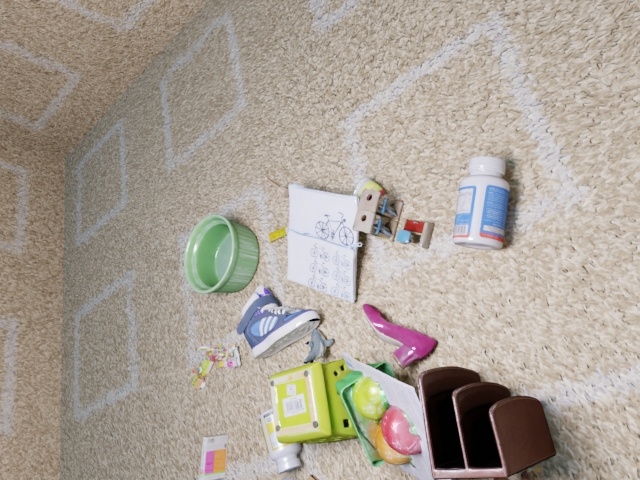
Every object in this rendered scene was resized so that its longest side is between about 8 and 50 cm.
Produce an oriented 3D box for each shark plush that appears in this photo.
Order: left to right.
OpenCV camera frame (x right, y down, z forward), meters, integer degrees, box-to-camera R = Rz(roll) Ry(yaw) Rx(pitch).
[{"bbox_3d":[-0.026,0.336,1.488,0.067,0.161,0.073,48,128,-2],"label":"shark plush"}]

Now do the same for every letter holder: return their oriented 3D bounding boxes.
[{"bbox_3d":[0.356,0.369,1.031,0.152,0.302,0.214,-22,65,36],"label":"letter holder"}]

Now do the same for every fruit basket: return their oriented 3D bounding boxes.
[{"bbox_3d":[0.190,0.437,1.164,0.353,0.165,0.327,-7,108,62],"label":"fruit basket"}]

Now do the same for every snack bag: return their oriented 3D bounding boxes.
[{"bbox_3d":[0.000,0.000,1.546,0.323,0.037,0.342,16,110,43],"label":"snack bag"}]

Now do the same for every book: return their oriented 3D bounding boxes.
[{"bbox_3d":[-0.378,0.769,1.712,0.035,0.096,0.144,-5,75,41],"label":"book"}]

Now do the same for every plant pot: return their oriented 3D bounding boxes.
[{"bbox_3d":[-0.013,0.469,1.396,0.228,0.207,0.227,-25,63,33],"label":"plant pot"}]

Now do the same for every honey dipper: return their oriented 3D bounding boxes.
[{"bbox_3d":[-0.169,-0.210,1.826,0.161,0.030,0.030,39,105,43],"label":"honey dipper"}]

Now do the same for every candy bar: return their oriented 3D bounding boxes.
[{"bbox_3d":[-0.133,-0.030,1.754,0.161,0.018,0.040,-22,69,35],"label":"candy bar"}]

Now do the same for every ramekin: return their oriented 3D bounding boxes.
[{"bbox_3d":[-0.377,0.061,1.856,0.303,0.148,0.303,-12,71,39],"label":"ramekin"}]

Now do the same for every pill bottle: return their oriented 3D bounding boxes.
[{"bbox_3d":[-0.123,0.627,1.520,0.103,0.103,0.184,-39,57,28],"label":"pill bottle"},{"bbox_3d":[0.411,-0.093,1.223,0.124,0.124,0.221,5,82,42],"label":"pill bottle"}]

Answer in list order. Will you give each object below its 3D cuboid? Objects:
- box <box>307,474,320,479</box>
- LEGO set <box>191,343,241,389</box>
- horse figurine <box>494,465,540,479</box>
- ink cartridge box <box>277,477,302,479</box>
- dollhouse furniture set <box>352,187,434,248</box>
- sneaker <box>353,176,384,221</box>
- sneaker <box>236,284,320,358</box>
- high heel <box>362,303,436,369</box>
[{"bbox_3d":[-0.006,0.828,1.421,0.164,0.021,0.201,21,94,42],"label":"box"},{"bbox_3d":[-0.429,0.461,1.828,0.287,0.107,0.132,-34,59,30],"label":"LEGO set"},{"bbox_3d":[0.459,0.573,0.999,0.263,0.066,0.174,41,138,21],"label":"horse figurine"},{"bbox_3d":[0.034,0.854,1.332,0.385,0.091,0.308,-4,76,25],"label":"ink cartridge box"},{"bbox_3d":[0.214,-0.064,1.383,0.184,0.129,0.129,13,88,43],"label":"dollhouse furniture set"},{"bbox_3d":[0.130,-0.090,1.500,0.094,0.081,0.208,30,101,35],"label":"sneaker"},{"bbox_3d":[-0.157,0.237,1.630,0.323,0.130,0.236,-39,60,34],"label":"sneaker"},{"bbox_3d":[0.214,0.242,1.359,0.117,0.082,0.244,-34,40,-3],"label":"high heel"}]
